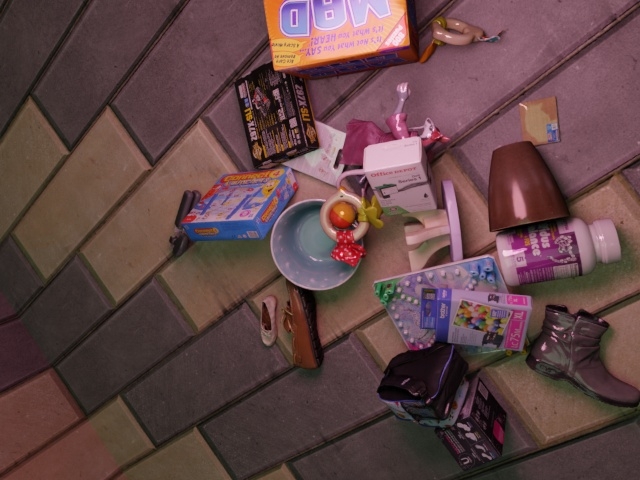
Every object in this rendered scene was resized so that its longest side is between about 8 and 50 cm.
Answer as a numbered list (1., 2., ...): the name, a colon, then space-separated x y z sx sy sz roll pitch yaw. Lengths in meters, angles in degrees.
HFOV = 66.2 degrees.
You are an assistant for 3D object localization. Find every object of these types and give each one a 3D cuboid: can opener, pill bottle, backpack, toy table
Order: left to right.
1. can opener: -0.542 -0.069 1.985 0.093 0.074 0.280 33 114 31
2. backpack: 0.326 0.463 1.573 0.264 0.276 0.213 -15 113 45
3. toy table: 0.340 -0.039 1.516 0.161 0.252 0.274 -9 89 10
4. pill bottle: 0.671 0.027 1.399 0.302 0.169 0.169 -13 98 22

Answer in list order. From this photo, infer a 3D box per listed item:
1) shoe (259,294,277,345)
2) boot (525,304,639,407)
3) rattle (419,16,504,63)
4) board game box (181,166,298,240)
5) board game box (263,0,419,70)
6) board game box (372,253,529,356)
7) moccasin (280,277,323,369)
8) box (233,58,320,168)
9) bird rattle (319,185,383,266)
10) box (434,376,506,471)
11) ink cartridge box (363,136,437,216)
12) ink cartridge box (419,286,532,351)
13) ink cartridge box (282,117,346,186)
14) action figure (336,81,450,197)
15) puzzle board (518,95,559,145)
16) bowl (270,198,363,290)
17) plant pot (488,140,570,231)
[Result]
1. shoe: -0.214 0.324 1.951 0.077 0.058 0.218 10 108 22
2. boot: 0.812 0.339 1.461 0.339 0.118 0.222 21 104 11
3. rattle: 0.408 -0.560 1.425 0.200 0.130 0.142 9 121 -5
4. board game box: -0.276 -0.127 1.710 0.309 0.301 0.086 -2 129 28
5. board game box: 0.069 -0.667 1.358 0.357 0.356 0.355 -5 102 16
6. board game box: 0.414 0.247 1.565 0.390 0.050 0.389 -16 120 27
7. moccasin: -0.087 0.307 1.856 0.147 0.139 0.379 -4 111 17
8. box: -0.151 -0.431 1.659 0.257 0.079 0.321 -14 89 40
9. bird rattle: 0.092 -0.053 1.539 0.207 0.143 0.253 41 118 11
10. box: 0.489 0.590 1.594 0.142 0.247 0.163 -39 86 27
11. ink cartridge box: 0.227 -0.174 1.379 0.161 0.219 0.092 -8 56 22
12. ink cartridge box: 0.455 0.235 1.472 0.312 0.065 0.185 6 127 16
13. ink cartridge box: -0.013 -0.315 1.696 0.233 0.066 0.188 22 112 9
14. action figure: 0.205 -0.276 1.458 0.248 0.275 0.370 42 158 -31
15. puzzle board: 0.630 -0.341 1.413 0.097 0.011 0.128 -7 102 25
16. bowl: 0.000 0.000 1.687 0.312 0.163 0.311 2 103 10
17. plant pot: 0.571 -0.157 1.398 0.216 0.215 0.230 -12 85 27
